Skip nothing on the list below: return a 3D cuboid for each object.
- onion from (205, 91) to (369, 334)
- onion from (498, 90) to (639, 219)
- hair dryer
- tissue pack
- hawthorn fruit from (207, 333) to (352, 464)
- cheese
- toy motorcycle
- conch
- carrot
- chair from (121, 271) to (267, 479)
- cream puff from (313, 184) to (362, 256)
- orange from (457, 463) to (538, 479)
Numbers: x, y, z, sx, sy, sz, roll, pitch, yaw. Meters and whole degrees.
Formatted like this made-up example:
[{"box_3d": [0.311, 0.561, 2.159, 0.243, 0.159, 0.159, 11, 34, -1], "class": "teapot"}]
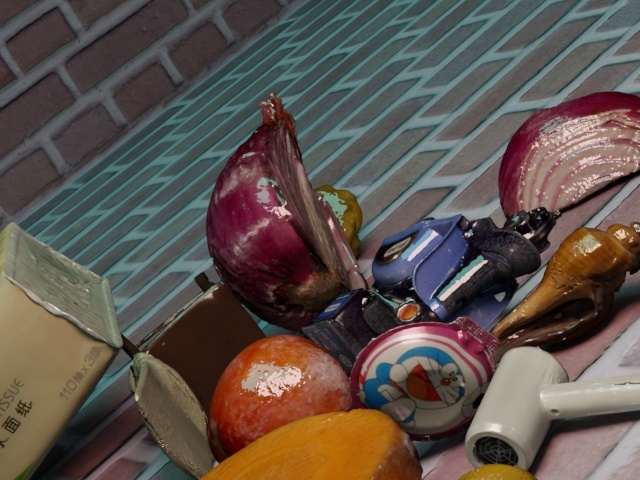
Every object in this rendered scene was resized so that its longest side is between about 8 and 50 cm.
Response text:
[{"box_3d": [-0.074, -0.031, 2.037, 0.159, 0.267, 0.349, -26, 48, 9], "class": "onion"}, {"box_3d": [0.333, -0.140, 2.015, 0.250, 0.111, 0.247, -29, 19, 15], "class": "onion"}, {"box_3d": [0.260, 0.159, 1.437, 0.236, 0.073, 0.131, -9, 29, 32], "class": "hair dryer"}, {"box_3d": [-0.464, 0.210, 2.063, 0.405, 0.205, 0.332, -53, 15, 5], "class": "tissue pack"}, {"box_3d": [-0.044, 0.190, 1.668, 0.173, 0.173, 0.173, -29, 18, 10], "class": "hawthorn fruit"}, {"box_3d": [0.083, 0.168, 1.560, 0.244, 0.155, 0.062, -43, 23, 21], "class": "cheese"}, {"box_3d": [0.130, 0.060, 1.744, 0.212, 0.125, 0.358, -46, 10, -24], "class": "toy motorcycle"}, {"box_3d": [0.273, 0.056, 1.628, 0.080, 0.086, 0.233, 2, -54, -55], "class": "conch"}, {"box_3d": [-0.034, 0.281, 1.478, 0.307, 0.100, 0.258, -32, 24, 12], "class": "carrot"}, {"box_3d": [-0.151, 0.166, 1.924, 0.186, 0.160, 0.319, -36, 15, -7], "class": "chair"}, {"box_3d": [0.000, 0.000, 2.202, 0.146, 0.116, 0.146, -11, 47, 12], "class": "cream puff"}, {"box_3d": [0.157, 0.238, 1.332, 0.095, 0.085, 0.085, -29, 17, 26], "class": "orange"}]
